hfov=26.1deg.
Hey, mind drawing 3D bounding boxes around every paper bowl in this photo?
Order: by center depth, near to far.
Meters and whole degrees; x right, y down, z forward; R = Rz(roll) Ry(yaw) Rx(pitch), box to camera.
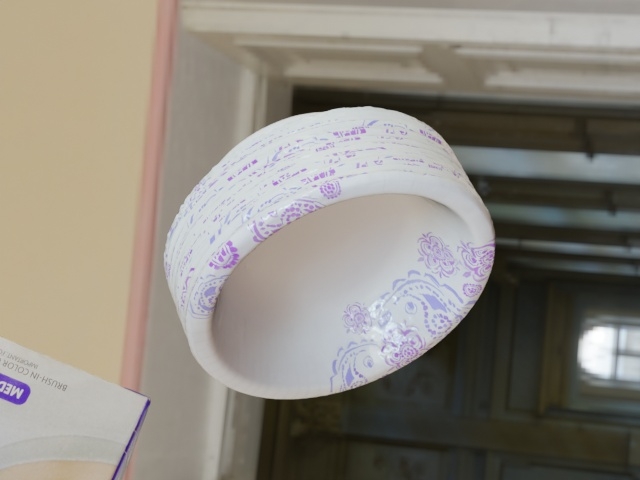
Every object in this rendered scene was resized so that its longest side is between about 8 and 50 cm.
[{"bbox_3d":[0.000,0.000,1.234,0.284,0.284,0.148,76,172,-52],"label":"paper bowl"}]

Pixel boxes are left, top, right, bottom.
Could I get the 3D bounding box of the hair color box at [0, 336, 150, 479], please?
[{"bbox_3d":[-0.249,0.215,0.793,0.110,0.185,0.339,116,176,-63],"label":"hair color box"}]
